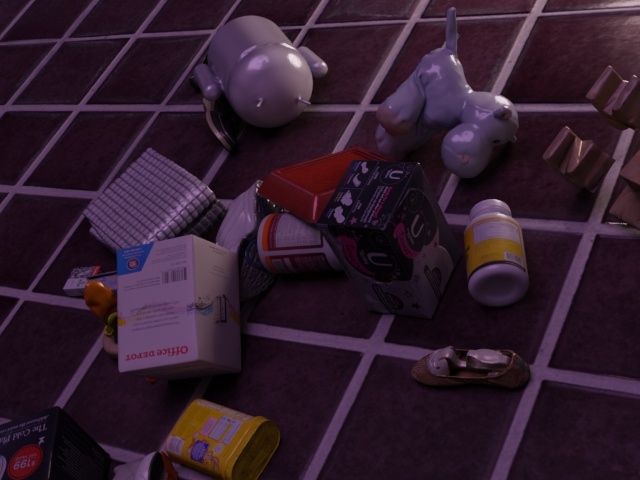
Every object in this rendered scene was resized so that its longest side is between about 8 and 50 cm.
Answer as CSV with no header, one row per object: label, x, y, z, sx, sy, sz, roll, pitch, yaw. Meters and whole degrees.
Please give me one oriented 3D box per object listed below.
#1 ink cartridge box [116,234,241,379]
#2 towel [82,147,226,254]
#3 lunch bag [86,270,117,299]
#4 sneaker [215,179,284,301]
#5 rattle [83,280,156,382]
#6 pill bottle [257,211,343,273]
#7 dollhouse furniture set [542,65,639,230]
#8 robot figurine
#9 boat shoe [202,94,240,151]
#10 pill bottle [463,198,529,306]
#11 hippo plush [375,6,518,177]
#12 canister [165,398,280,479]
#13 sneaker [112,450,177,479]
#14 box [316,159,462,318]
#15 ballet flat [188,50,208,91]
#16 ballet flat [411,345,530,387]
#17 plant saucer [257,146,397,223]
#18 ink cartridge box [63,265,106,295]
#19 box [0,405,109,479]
ink cartridge box,-0.258,0.131,1.906,0.171,0.168,0.232,-10,73,23
towel,-0.364,-0.051,2.257,0.235,0.121,0.284,-47,42,-12
lunch bag,-0.458,0.095,2.199,0.071,0.053,0.083,-10,36,-13
sneaker,-0.154,0.014,2.097,0.129,0.111,0.297,-27,35,31
rattle,-0.377,0.171,2.027,0.130,0.142,0.199,-16,33,-12
pill bottle,0.000,0.000,1.983,0.221,0.121,0.121,-4,47,26
dollhouse furniture set,0.663,-0.169,1.744,0.394,0.256,0.362,-55,42,3
robot figurine,-0.140,-0.391,2.402,0.300,0.199,0.353,-16,38,-13
boat shoe,-0.226,-0.291,2.445,0.073,0.080,0.223,-32,36,6
pill bottle,0.303,0.018,1.800,0.103,0.103,0.184,-15,42,17
hippo plush,0.274,-0.243,2.049,0.237,0.234,0.294,36,86,15
canister,-0.170,0.345,1.774,0.170,0.073,0.126,11,55,39
sneaker,-0.329,0.478,1.729,0.121,0.099,0.262,-16,34,27
box,0.127,0.000,1.810,0.142,0.247,0.163,4,52,35
ballet flat,-0.289,-0.454,2.670,0.058,0.049,0.173,-2,48,28
ballet flat,0.236,0.198,1.684,0.206,0.067,0.073,-4,47,28
plant saucer,0.037,-0.120,2.031,0.259,0.047,0.259,-18,23,-22
ink cartridge box,-0.500,0.087,2.262,0.115,0.029,0.062,-5,47,27
box,-0.562,0.498,1.770,0.343,0.179,0.312,-20,43,12
